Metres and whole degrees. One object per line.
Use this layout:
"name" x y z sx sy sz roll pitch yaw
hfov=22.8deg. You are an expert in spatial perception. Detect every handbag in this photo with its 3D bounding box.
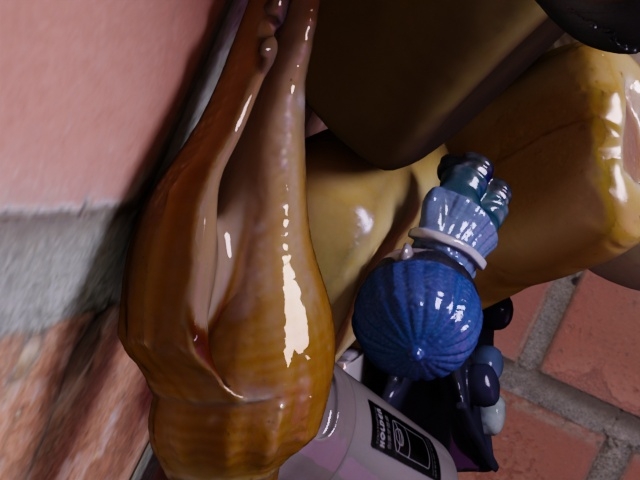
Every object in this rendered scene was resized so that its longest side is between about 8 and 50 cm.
"handbag" 0.109 0.011 1.276 0.269 0.118 0.325 68 24 -68

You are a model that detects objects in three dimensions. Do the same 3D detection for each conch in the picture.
"conch" -0.043 -0.004 0.728 0.109 0.093 0.330 0 96 -37

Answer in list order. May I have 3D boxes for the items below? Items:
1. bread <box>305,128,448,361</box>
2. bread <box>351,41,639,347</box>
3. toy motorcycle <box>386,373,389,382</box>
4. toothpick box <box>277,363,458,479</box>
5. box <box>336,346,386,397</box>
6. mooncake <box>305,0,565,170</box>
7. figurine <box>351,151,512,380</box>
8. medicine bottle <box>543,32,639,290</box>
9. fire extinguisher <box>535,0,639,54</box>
"bread" 0.000 0.000 0.932 0.217 0.098 0.147 -30 141 -68
"bread" 0.106 -0.022 1.035 0.305 0.091 0.142 -25 -107 50
"toy motorcycle" 0.036 0.135 1.518 0.187 0.125 0.275 -58 176 16
"toothpick box" 0.000 0.141 1.037 0.181 0.111 0.111 39 72 -44
"box" -0.006 0.209 1.252 0.221 0.091 0.273 -30 122 -78
"mooncake" 0.077 -0.140 0.849 0.235 0.117 0.235 -40 178 -2
"figurine" 0.069 0.016 0.854 0.077 0.079 0.136 50 63 -31
"medicine bottle" 0.249 -0.107 1.153 0.235 0.236 0.406 -60 141 -35
"fire extinguisher" 0.075 -0.214 0.554 0.376 0.113 0.200 28 77 -59
